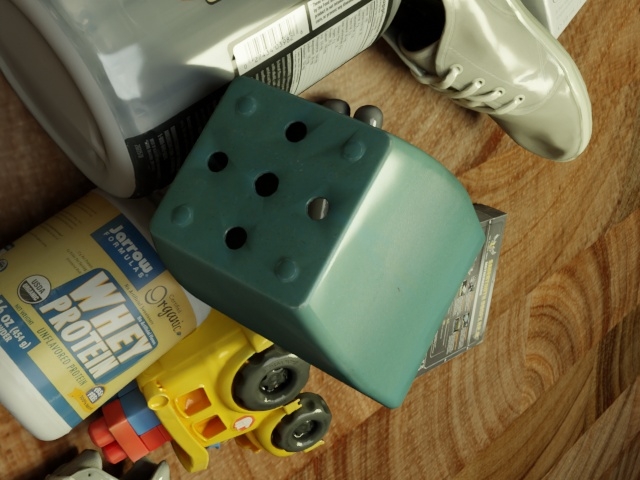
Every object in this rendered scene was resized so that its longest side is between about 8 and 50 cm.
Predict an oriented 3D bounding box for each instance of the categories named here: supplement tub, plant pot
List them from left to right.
[{"bbox_3d":[-0.181,0.044,0.522,0.200,0.144,0.144,-40,133,-24],"label":"supplement tub"},{"bbox_3d":[-0.071,-0.189,0.482,0.316,0.194,0.193,-40,133,-25],"label":"supplement tub"},{"bbox_3d":[0.000,0.000,0.447,0.165,0.166,0.234,-61,158,-7],"label":"plant pot"}]

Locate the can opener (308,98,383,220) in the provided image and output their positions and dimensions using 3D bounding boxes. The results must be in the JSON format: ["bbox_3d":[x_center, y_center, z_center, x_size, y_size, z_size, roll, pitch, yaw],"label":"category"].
[{"bbox_3d":[0.021,-0.023,0.763,0.095,0.076,0.283,-44,145,-69],"label":"can opener"}]

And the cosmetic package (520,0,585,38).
[{"bbox_3d":[0.249,-0.395,0.741,0.224,0.138,0.224,-51,135,-13],"label":"cosmetic package"}]

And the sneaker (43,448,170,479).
[{"bbox_3d":[-0.259,0.261,0.608,0.263,0.099,0.120,10,81,-44],"label":"sneaker"}]

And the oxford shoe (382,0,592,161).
[{"bbox_3d":[0.171,-0.210,0.734,0.449,0.169,0.130,37,77,-40],"label":"oxford shoe"}]

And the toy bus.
[{"bbox_3d":[-0.117,0.160,0.658,0.212,0.149,0.220,-32,133,-13],"label":"toy bus"}]

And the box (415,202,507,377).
[{"bbox_3d":[0.189,0.073,0.970,0.183,0.056,0.230,-17,121,-40],"label":"box"}]
